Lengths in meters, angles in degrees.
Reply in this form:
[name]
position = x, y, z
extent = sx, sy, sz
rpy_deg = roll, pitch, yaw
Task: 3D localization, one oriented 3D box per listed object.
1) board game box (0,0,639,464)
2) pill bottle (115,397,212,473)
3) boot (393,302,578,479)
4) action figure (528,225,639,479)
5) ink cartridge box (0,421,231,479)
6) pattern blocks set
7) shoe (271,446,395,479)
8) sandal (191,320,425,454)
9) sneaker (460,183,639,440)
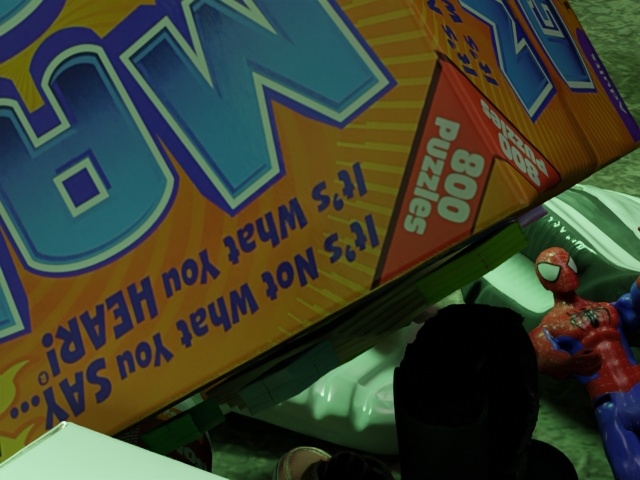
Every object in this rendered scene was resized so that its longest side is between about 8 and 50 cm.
[board game box]
position = -0.083, -0.110, 1.079
extent = 0.356, 0.356, 0.356
rpy_deg = -30, -3, 19
[pill bottle]
position = -0.116, 0.160, 1.298
extent = 0.086, 0.086, 0.152
rpy_deg = 0, 27, -1
[boot]
position = 0.112, 0.130, 1.229
extent = 0.094, 0.207, 0.246
rpy_deg = 12, 28, 21
[action figure]
position = 0.208, 0.102, 1.227
extent = 0.091, 0.139, 0.280
rpy_deg = -18, 59, -14
[ink cartridge box]
position = -0.066, 0.250, 0.893
extent = 0.207, 0.283, 0.117
rpy_deg = 16, 30, 27
[pattern blocks set]
position = 0.026, 0.054, 1.274
extent = 0.325, 0.026, 0.285
rpy_deg = -31, 2, -38
[shoe]
position = 0.012, 0.167, 1.291
extent = 0.063, 0.081, 0.178
rpy_deg = -7, 27, -16
[sandal]
position = -0.099, 0.073, 1.476
extent = 0.416, 0.102, 0.169
rpy_deg = 25, 47, 17
[sneaker]
position = 0.317, 0.073, 1.396
extent = 0.257, 0.169, 0.447
rpy_deg = -6, 33, -29
